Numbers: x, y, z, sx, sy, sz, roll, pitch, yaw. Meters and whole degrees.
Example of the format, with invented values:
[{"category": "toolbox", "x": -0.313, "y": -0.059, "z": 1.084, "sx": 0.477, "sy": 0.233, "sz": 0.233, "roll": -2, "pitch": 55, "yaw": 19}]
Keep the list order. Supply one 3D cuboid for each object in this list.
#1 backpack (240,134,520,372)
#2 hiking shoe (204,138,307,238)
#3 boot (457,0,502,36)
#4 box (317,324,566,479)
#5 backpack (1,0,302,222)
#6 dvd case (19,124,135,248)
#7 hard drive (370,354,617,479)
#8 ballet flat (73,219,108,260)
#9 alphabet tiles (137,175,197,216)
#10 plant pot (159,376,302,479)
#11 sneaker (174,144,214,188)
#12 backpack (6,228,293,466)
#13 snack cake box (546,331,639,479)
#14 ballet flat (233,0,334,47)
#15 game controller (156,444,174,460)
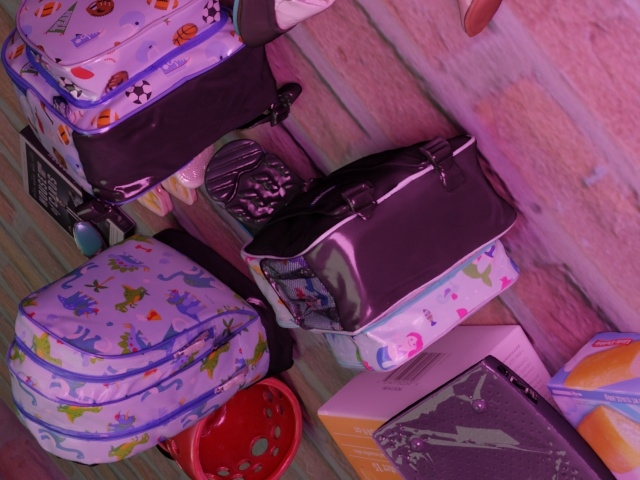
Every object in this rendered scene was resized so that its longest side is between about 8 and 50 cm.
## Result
[{"category": "backpack", "x": 0.051, "y": 0.011, "z": 1.335, "sx": 0.253, "sy": 0.225, "sz": 0.191, "roll": 2, "pitch": 122, "yaw": 62}, {"category": "hiking shoe", "x": 0.000, "y": 0.000, "z": 1.571, "sx": 0.304, "sy": 0.113, "sz": 0.132, "roll": 47, "pitch": -179, "yaw": 0}, {"category": "boot", "x": 0.112, "y": -0.231, "z": 1.127, "sx": 0.087, "sy": 0.042, "sz": 0.118, "roll": 48, "pitch": 154, "yaw": 19}, {"category": "box", "x": 0.191, "y": 0.278, "z": 1.532, "sx": 0.345, "sy": 0.168, "sz": 0.215, "roll": 56, "pitch": 153, "yaw": -14}, {"category": "backpack", "x": -0.211, "y": -0.187, "z": 1.462, "sx": 0.263, "sy": 0.276, "sz": 0.213, "roll": 31, "pitch": 144, "yaw": 47}, {"category": "dvd case", "x": -0.382, "y": -0.054, "z": 2.158, "sx": 0.239, "sy": 0.029, "sz": 0.179, "roll": 42, "pitch": 153, "yaw": 14}, {"category": "hard drive", "x": 0.189, "y": 0.234, "z": 1.320, "sx": 0.254, "sy": 0.054, "sz": 0.172, "roll": 48, "pitch": 123, "yaw": -6}, {"category": "ballet flat", "x": -0.344, "y": 0.018, "z": 2.121, "sx": 0.114, "sy": 0.041, "sz": 0.041, "roll": 56, "pitch": 154, "yaw": -12}, {"category": "alphabet tiles", "x": -0.278, "y": -0.158, "z": 1.862, "sx": 0.278, "sy": 0.021, "sz": 0.284, "roll": 31, "pitch": 148, "yaw": 33}, {"category": "plant pot", "x": -0.148, "y": 0.266, "z": 2.037, "sx": 0.174, "sy": 0.191, "sz": 0.191, "roll": 20, "pitch": 142, "yaw": 53}, {"category": "sneaker", "x": -0.170, "y": -0.125, "z": 1.650, "sx": 0.084, "sy": 0.058, "sz": 0.152, "roll": 133, "pitch": 123, "yaw": -65}, {"category": "backpack", "x": -0.251, "y": 0.140, "z": 1.838, "sx": 0.290, "sy": 0.355, "sz": 0.273, "roll": 36, "pitch": 150, "yaw": 28}, {"category": "snack cake box", "x": 0.345, "y": 0.169, "z": 1.230, "sx": 0.152, "sy": 0.089, "sz": 0.264, "roll": 58, "pitch": 153, "yaw": -15}, {"category": "ballet flat", "x": -0.026, "y": -0.260, "z": 1.246, "sx": 0.096, "sy": 0.095, "sz": 0.280, "roll": 29, "pitch": 149, "yaw": 14}, {"category": "game controller", "x": -0.223, "y": 0.220, "z": 2.159, "sx": 0.166, "sy": 0.067, "sz": 0.319, "roll": -8, "pitch": 124, "yaw": 22}]
